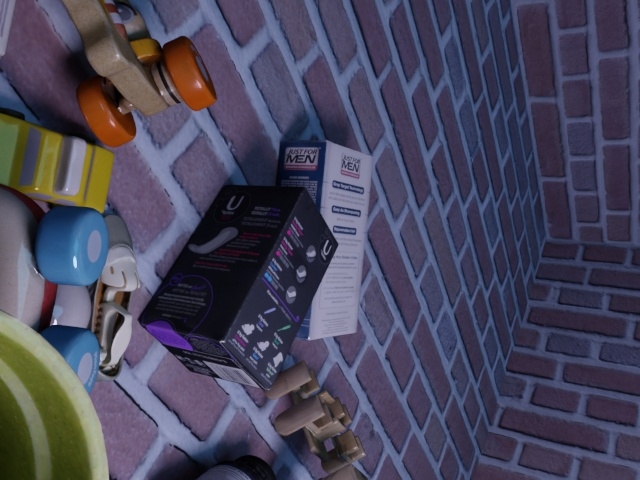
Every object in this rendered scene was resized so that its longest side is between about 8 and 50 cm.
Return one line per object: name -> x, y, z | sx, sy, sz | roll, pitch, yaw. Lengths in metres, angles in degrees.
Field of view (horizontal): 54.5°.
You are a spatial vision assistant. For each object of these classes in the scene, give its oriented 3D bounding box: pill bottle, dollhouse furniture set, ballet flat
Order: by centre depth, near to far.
ballet flat -> -0.261, 0.074, 0.791 | 0.072, 0.068, 0.213 | 16, 81, -57
pill bottle -> -0.154, 0.414, 0.948 | 0.219, 0.122, 0.123 | -8, 102, -68
dollhouse furniture set -> -0.024, 0.389, 1.136 | 0.212, 0.161, 0.242 | 56, 6, -46

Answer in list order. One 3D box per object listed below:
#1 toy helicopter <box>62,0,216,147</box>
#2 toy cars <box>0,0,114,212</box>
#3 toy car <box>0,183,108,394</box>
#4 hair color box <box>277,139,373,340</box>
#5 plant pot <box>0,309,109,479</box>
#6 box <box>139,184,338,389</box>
toy helicopter -> -0.252, -0.280, 0.649 | 0.355, 0.140, 0.235 | 57, 12, -63
toy cars -> -0.328, -0.163, 0.632 | 0.176, 0.087, 0.394 | -55, 137, -38
toy car -> -0.309, 0.051, 0.645 | 0.238, 0.219, 0.210 | 0, 94, -87
hair color box -> 0.000, 0.000, 1.155 | 0.174, 0.105, 0.347 | 5, 91, -58
plant pot -> -0.317, 0.156, 0.388 | 0.276, 0.254, 0.276 | 1, 89, -43
box -> -0.112, 0.061, 0.933 | 0.270, 0.165, 0.143 | -63, 142, -29
